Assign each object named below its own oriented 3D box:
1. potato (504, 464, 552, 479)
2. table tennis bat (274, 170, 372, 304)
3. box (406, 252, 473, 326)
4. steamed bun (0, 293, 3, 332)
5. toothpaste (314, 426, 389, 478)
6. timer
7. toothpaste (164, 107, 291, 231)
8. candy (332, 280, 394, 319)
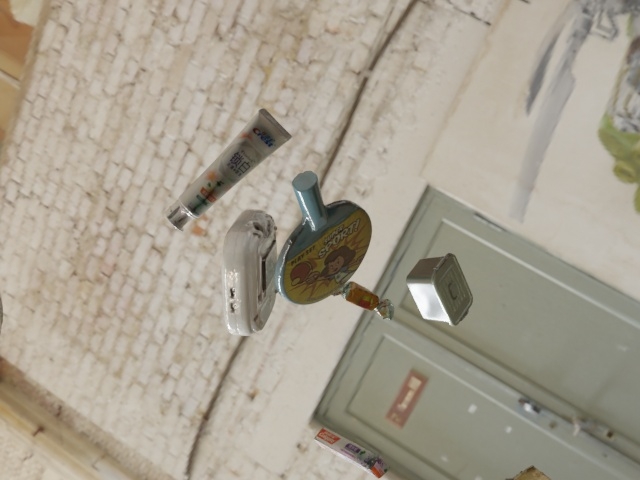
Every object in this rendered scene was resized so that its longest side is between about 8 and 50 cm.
[{"bbox_3d":[0.374,0.525,1.253,0.189,0.264,0.211,-39,-62,-11],"label":"potato"},{"bbox_3d":[0.000,0.000,1.439,0.215,0.044,0.329,-35,-34,-16],"label":"table tennis bat"},{"bbox_3d":[0.208,0.085,1.425,0.084,0.069,0.122,-46,-59,-36],"label":"box"},{"bbox_3d":[-0.442,0.106,0.843,0.228,0.131,0.177,-58,-44,-11],"label":"steamed bun"},{"bbox_3d":[0.065,0.457,1.744,0.040,0.196,0.047,-48,-57,-21],"label":"toothpaste"},{"bbox_3d":[-0.145,0.066,1.728,0.262,0.087,0.236,-69,-18,-69],"label":"timer"},{"bbox_3d":[-0.210,-0.150,1.789,0.323,0.100,0.066,-43,29,6],"label":"toothpaste"},{"bbox_3d":[0.098,0.134,1.913,0.053,0.182,0.046,-59,20,10],"label":"candy"}]
